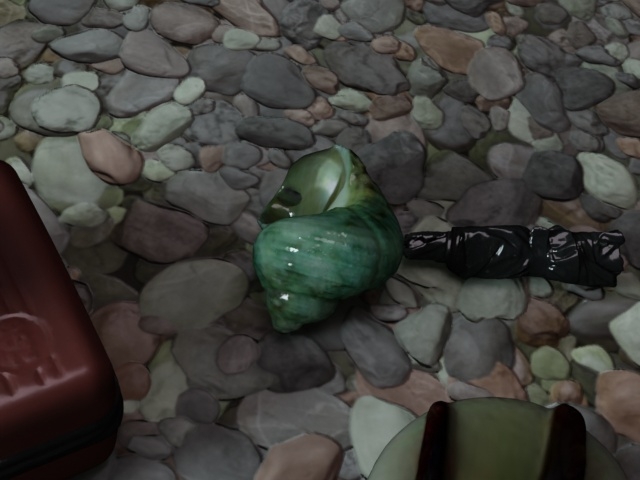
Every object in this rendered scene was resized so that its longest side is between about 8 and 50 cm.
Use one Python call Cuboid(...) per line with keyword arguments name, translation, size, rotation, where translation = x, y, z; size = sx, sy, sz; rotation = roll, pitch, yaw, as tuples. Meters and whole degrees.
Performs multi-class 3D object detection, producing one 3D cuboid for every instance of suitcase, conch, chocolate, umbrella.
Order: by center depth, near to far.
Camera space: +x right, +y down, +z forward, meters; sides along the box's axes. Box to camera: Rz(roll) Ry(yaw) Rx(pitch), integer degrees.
Cuboid(name="chocolate", translation=(0.136, 0.256, 0.952), size=(0.283, 0.186, 0.284), rotation=(1, 59, -2))
Cuboid(name="suitcase", translation=(-0.322, 0.087, 1.046), size=(0.236, 0.161, 0.297), rotation=(-20, 57, -22))
Cuboid(name="conch", translation=(0.002, 0.000, 1.199), size=(0.175, 0.122, 0.188), rotation=(16, 45, 31))
Cuboid(name="umbrella", translation=(0.203, 0.015, 1.261), size=(0.235, 0.059, 0.066), rotation=(2, 94, -4))
